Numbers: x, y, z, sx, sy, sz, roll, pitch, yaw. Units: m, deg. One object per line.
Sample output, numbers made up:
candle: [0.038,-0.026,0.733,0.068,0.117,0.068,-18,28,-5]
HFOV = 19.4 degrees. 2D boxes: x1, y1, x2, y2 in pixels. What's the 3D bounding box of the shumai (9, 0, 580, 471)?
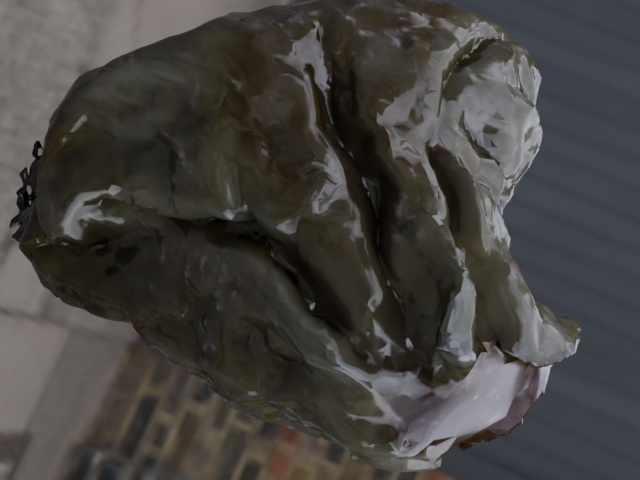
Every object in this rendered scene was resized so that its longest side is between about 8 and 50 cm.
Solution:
shumai: [0.003,-0.003,0.770,0.185,0.218,0.184,-120,-138,-54]
